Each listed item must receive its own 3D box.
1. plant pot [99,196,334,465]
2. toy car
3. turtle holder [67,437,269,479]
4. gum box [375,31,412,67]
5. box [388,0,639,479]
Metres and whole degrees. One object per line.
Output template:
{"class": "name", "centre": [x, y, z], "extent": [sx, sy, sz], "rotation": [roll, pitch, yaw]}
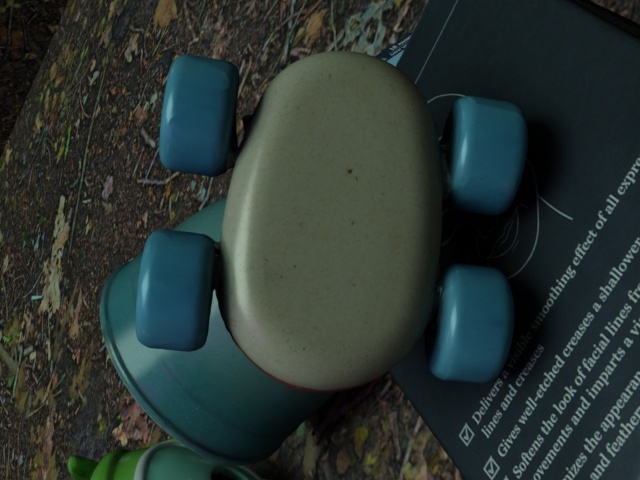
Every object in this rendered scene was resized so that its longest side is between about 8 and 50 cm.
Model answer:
{"class": "plant pot", "centre": [-0.049, 0.060, 1.014], "extent": [0.255, 0.272, 0.271], "rotation": [-40, 46, 23]}
{"class": "toy car", "centre": [0.000, 0.000, 0.658], "extent": [0.238, 0.219, 0.210], "rotation": [122, 154, -80]}
{"class": "turtle holder", "centre": [-0.162, 0.352, 1.098], "extent": [0.320, 0.228, 0.243], "rotation": [69, -168, -86]}
{"class": "gum box", "centre": [0.085, -0.138, 0.979], "extent": [0.157, 0.041, 0.184], "rotation": [-35, 37, -8]}
{"class": "box", "centre": [0.200, 0.007, 0.679], "extent": [0.293, 0.212, 0.395], "rotation": [-63, 36, 22]}
